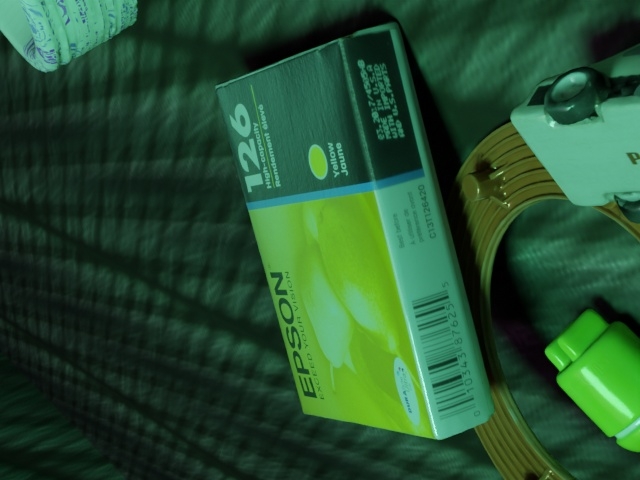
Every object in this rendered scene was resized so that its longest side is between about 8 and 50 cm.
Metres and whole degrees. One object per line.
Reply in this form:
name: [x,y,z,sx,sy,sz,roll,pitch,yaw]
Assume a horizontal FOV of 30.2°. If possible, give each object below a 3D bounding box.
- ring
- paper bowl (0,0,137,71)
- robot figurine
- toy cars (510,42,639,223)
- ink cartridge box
ring: [0.175,0.080,0.812,0.336,0.032,0.337,39,137,49]
paper bowl: [-0.236,-0.291,0.955,0.284,0.148,0.284,52,164,22]
robot figurine: [0.221,0.106,0.867,0.115,0.067,0.101,46,153,10]
toy cars: [0.217,-0.115,0.549,0.176,0.087,0.394,30,156,7]
ink cartridge box: [0.000,0.000,0.987,0.307,0.072,0.304,-7,100,60]
